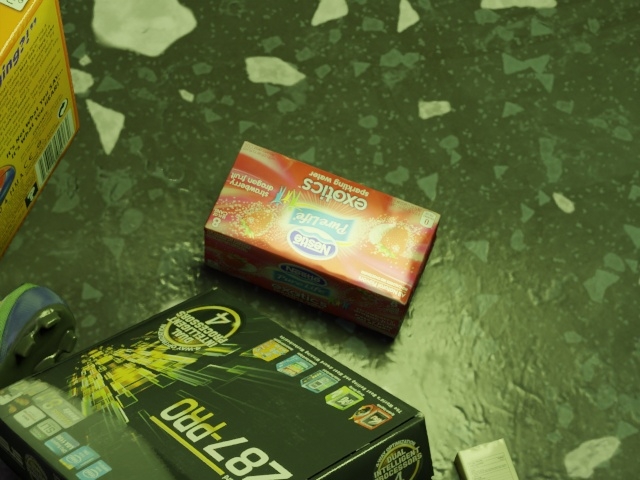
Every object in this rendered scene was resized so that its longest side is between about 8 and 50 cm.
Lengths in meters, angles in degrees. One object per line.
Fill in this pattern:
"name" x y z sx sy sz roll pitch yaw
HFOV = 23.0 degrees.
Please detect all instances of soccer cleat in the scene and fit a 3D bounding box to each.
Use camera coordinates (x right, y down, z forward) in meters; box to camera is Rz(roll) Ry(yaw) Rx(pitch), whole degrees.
"soccer cleat" -0.410 0.162 1.820 0.289 0.093 0.121 -42 45 -15

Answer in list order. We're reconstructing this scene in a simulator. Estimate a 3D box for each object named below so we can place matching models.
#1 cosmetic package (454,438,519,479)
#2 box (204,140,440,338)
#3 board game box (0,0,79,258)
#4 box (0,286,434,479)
"cosmetic package" 0.201 0.293 1.815 0.060 0.041 0.115 -14 68 -9
"box" 0.000 0.000 1.885 0.257 0.122 0.128 21 67 5
"board game box" -0.524 -0.142 1.782 0.356 0.356 0.356 24 67 7
"box" -0.126 0.209 1.658 0.318 0.097 0.395 -27 34 -26
